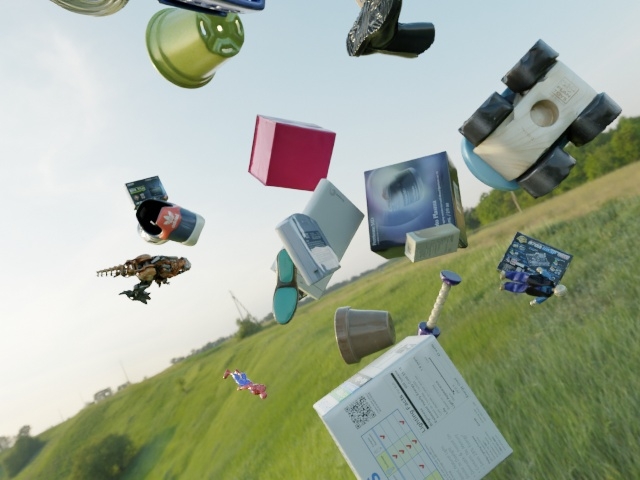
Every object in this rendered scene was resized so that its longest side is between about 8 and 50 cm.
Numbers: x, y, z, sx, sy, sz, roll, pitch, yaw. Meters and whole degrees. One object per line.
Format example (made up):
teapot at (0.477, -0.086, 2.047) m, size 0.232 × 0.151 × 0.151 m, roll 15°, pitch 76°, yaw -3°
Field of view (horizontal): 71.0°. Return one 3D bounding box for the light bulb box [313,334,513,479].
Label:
light bulb box at (0.229, 0.500, 1.202) m, size 0.361 × 0.357 × 0.225 m, roll -32°, pitch -8°, yaw -13°

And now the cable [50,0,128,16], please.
cable at (-0.591, -0.665, 1.091) m, size 0.257 × 0.089 × 0.257 m, roll 15°, pitch -21°, yaw -38°

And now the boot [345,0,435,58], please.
boot at (0.200, -0.535, 1.112) m, size 0.208 × 0.094 × 0.246 m, roll -9°, pitch -7°, yaw -20°

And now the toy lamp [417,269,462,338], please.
toy lamp at (0.389, 0.234, 1.494) m, size 0.080 × 0.080 × 0.274 m, roll -17°, pitch -49°, yaw -53°

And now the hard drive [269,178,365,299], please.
hard drive at (0.000, 0.000, 1.537) m, size 0.047 × 0.233 × 0.352 m, roll 14°, pitch 71°, yaw 48°

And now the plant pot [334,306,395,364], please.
plant pot at (0.209, 0.411, 2.019) m, size 0.230 × 0.262 × 0.263 m, roll -14°, pitch -3°, yaw 17°

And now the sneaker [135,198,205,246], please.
sneaker at (-0.482, -0.063, 1.306) m, size 0.350 × 0.131 × 0.148 m, roll 0°, pitch -20°, yaw 46°

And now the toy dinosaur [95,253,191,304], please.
toy dinosaur at (-0.641, 0.104, 1.632) m, size 0.322 × 0.164 × 0.218 m, roll 23°, pitch -46°, yaw -35°

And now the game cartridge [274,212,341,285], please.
game cartridge at (-0.031, 0.017, 1.260) m, size 0.062 × 0.198 × 0.297 m, roll -36°, pitch -6°, yaw 12°

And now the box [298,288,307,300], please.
box at (-0.078, 0.188, 1.790) m, size 0.062 × 0.052 × 0.083 m, roll -37°, pitch 22°, yaw 20°

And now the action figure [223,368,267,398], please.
action figure at (-0.137, 0.272, 0.843) m, size 0.115 × 0.030 × 0.038 m, roll 7°, pitch -11°, yaw 46°

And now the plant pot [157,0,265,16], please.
plant pot at (-0.294, -0.707, 1.141) m, size 0.236 × 0.235 × 0.212 m, roll -9°, pitch 14°, yaw -40°

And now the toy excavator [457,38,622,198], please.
toy excavator at (0.499, -0.295, 1.089) m, size 0.433 × 0.222 × 0.445 m, roll -48°, pitch -3°, yaw -1°

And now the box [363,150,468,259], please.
box at (0.320, -0.109, 1.530) m, size 0.294 × 0.295 × 0.183 m, roll -11°, pitch -17°, yaw 26°

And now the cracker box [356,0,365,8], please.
cracker box at (0.159, -0.945, 1.613) m, size 0.067 × 0.232 × 0.155 m, roll -14°, pitch 33°, yaw 54°

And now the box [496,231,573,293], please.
box at (0.820, 0.090, 1.725) m, size 0.175 × 0.220 × 0.051 m, roll -60°, pitch -25°, yaw -6°

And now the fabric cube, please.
fabric cube at (-0.125, -0.357, 1.836) m, size 0.259 × 0.253 × 0.259 m, roll 2°, pitch 21°, yaw -26°

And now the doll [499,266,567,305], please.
doll at (0.665, 0.145, 1.402) m, size 0.189 × 0.128 × 0.046 m, roll 7°, pitch 17°, yaw 31°

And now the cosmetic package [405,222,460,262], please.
cosmetic package at (0.252, 0.005, 1.013) m, size 0.115 × 0.060 × 0.041 m, roll -12°, pitch 34°, yaw -16°

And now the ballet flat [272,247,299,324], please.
ballet flat at (-0.090, 0.126, 1.218) m, size 0.073 × 0.206 × 0.067 m, roll 4°, pitch -10°, yaw 3°

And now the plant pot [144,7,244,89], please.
plant pot at (-0.397, -0.671, 1.498) m, size 0.254 × 0.275 × 0.276 m, roll 3°, pitch 16°, yaw 45°

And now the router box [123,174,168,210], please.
router box at (-0.601, -0.166, 1.550) m, size 0.123 × 0.092 × 0.038 m, roll -23°, pitch -9°, yaw -34°
